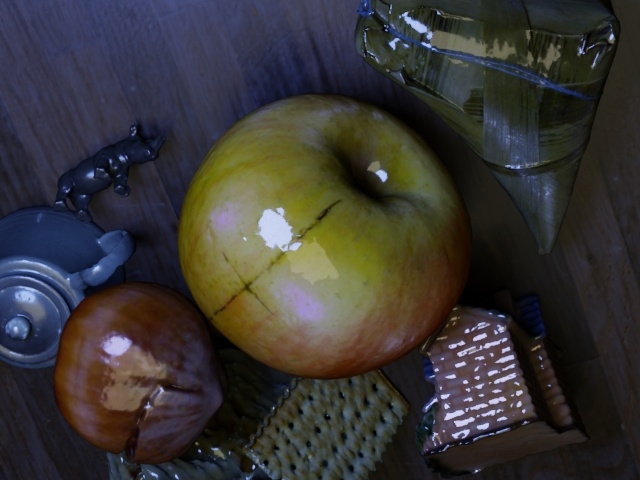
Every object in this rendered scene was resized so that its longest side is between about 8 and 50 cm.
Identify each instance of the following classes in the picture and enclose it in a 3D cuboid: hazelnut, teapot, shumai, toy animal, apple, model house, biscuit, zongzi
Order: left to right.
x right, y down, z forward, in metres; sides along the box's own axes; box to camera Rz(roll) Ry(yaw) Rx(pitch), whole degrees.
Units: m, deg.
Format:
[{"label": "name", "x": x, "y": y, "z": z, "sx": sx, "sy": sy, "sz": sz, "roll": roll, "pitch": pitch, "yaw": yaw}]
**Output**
[{"label": "teapot", "x": -0.291, "y": 0.059, "z": 1.610, "sx": 0.239, "sy": 0.149, "sz": 0.162, "roll": -29, "pitch": 106, "yaw": 16}, {"label": "toy animal", "x": -0.215, "y": -0.075, "z": 1.594, "sx": 0.136, "sy": 0.065, "sz": 0.047, "roll": -33, "pitch": 124, "yaw": 20}, {"label": "hazelnut", "x": -0.173, "y": 0.125, "z": 1.522, "sx": 0.182, "sy": 0.182, "sz": 0.182, "roll": 2, "pitch": 112, "yaw": 5}, {"label": "shumai", "x": -0.115, "y": 0.252, "z": 1.677, "sx": 0.256, "sy": 0.189, "sz": 0.218, "roll": 0, "pitch": 133, "yaw": -19}, {"label": "apple", "x": 0.000, "y": 0.000, "z": 1.489, "sx": 0.286, "sy": 0.286, "sz": 0.233, "roll": 35, "pitch": 134, "yaw": -9}, {"label": "biscuit", "x": 0.013, "y": 0.196, "z": 1.622, "sx": 0.016, "sy": 0.203, "sz": 0.144, "roll": -24, "pitch": 112, "yaw": 46}, {"label": "zongzi", "x": 0.142, "y": -0.124, "z": 1.510, "sx": 0.251, "sy": 0.125, "sz": 0.274, "roll": 11, "pitch": 119, "yaw": 0}, {"label": "model house", "x": 0.166, "y": 0.136, "z": 1.591, "sx": 0.167, "sy": 0.183, "sz": 0.172, "roll": -17, "pitch": 71, "yaw": 14}]
